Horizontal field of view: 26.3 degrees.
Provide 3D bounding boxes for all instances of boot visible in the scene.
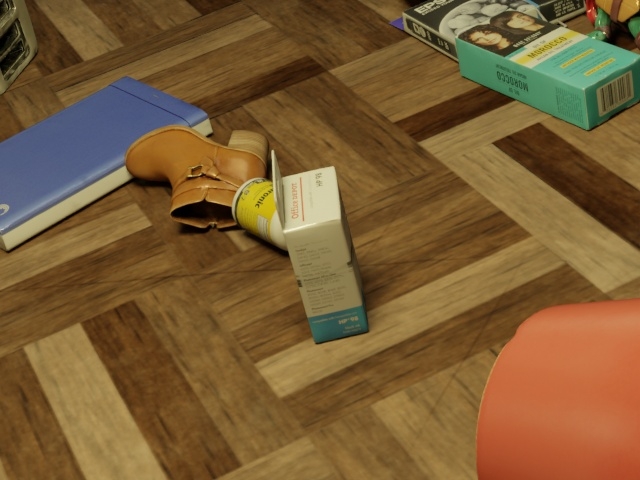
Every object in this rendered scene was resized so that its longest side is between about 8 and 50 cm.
[{"bbox_3d":[-0.164,-0.072,1.663,0.197,0.073,0.152,-6,38,17],"label":"boot"}]

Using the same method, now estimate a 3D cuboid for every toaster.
[{"bbox_3d":[-0.527,-0.322,2.089,0.110,0.168,0.185,1,37,18],"label":"toaster"}]

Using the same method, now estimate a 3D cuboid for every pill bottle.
[{"bbox_3d":[-0.043,-0.025,1.549,0.065,0.065,0.116,-34,38,-27],"label":"pill bottle"}]

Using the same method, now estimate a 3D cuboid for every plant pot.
[{"bbox_3d":[0.266,0.154,1.006,0.243,0.274,0.275,6,37,43],"label":"plant pot"}]

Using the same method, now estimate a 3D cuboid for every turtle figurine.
[{"bbox_3d":[0.380,-0.306,1.736,0.118,0.175,0.234,-13,37,-32],"label":"turtle figurine"}]

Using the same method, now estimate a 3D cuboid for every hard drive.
[{"bbox_3d":[-0.330,-0.110,1.808,0.319,0.040,0.210,-33,38,-26],"label":"hard drive"}]

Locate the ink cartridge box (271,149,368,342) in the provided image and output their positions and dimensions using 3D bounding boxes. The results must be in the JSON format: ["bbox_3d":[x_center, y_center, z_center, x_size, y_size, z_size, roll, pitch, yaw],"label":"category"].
[{"bbox_3d":[0.000,0.000,1.388,0.060,0.180,0.104,-12,34,4],"label":"ink cartridge box"}]

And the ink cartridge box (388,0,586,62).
[{"bbox_3d":[0.226,-0.328,1.915,0.206,0.045,0.208,-25,33,-16],"label":"ink cartridge box"}]

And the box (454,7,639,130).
[{"bbox_3d":[0.284,-0.219,1.713,0.101,0.060,0.244,-30,36,-22],"label":"box"}]
